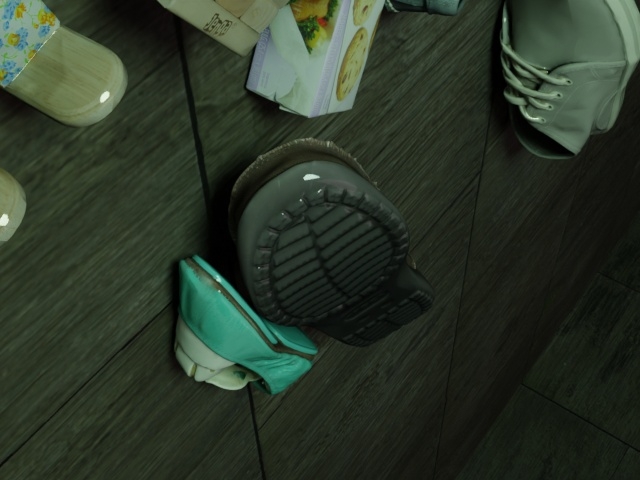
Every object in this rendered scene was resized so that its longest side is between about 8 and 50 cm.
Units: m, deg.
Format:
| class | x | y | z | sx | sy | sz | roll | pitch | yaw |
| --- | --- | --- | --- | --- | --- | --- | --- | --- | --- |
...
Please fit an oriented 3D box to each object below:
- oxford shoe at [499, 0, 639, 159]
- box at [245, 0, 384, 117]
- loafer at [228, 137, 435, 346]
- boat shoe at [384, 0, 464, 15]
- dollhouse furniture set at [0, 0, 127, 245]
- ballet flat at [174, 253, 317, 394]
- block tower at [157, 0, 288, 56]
| class | x | y | z | sx | sy | sz | roll | pitch | yaw |
| --- | --- | --- | --- | --- | --- | --- | --- | --- | --- |
| oxford shoe | 0.277 | -0.212 | 1.028 | 0.130 | 0.169 | 0.449 | -40 | 157 | 1 |
| box | 0.027 | -0.243 | 0.588 | 0.067 | 0.063 | 0.323 | -25 | 138 | -56 |
| loafer | 0.000 | 0.000 | 0.758 | 0.134 | 0.130 | 0.366 | -31 | 157 | 2 |
| boat shoe | 0.151 | -0.283 | 0.747 | 0.319 | 0.099 | 0.116 | -44 | 151 | -33 |
| dollhouse furniture set | -0.119 | -0.118 | 0.315 | 0.242 | 0.161 | 0.212 | -55 | 156 | -12 |
| ballet flat | -0.074 | 0.090 | 0.749 | 0.087 | 0.083 | 0.247 | -45 | 153 | -1 |
| block tower | 0.023 | -0.256 | 0.426 | 0.335 | 0.091 | 0.097 | -48 | 164 | 10 |
